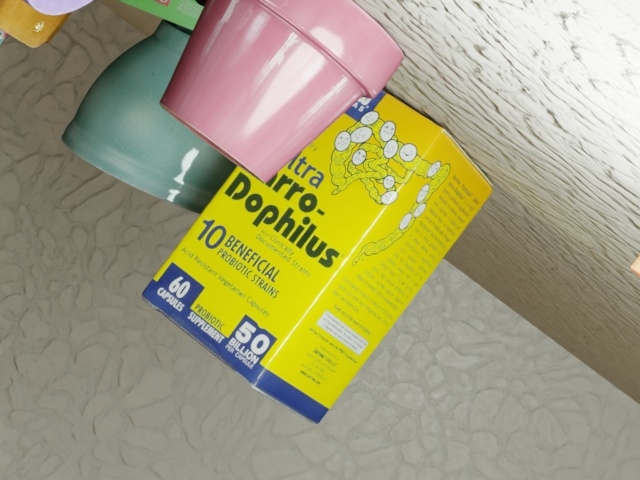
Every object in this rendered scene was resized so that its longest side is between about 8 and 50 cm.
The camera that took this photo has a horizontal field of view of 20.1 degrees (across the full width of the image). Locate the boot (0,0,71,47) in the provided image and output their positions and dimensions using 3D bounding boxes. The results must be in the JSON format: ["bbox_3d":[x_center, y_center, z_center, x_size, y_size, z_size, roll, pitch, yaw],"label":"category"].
[{"bbox_3d":[-0.270,-0.305,1.828,0.104,0.211,0.295,36,178,12],"label":"boot"}]

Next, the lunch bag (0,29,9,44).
[{"bbox_3d":[-0.449,-0.406,2.474,0.160,0.223,0.262,37,179,-27],"label":"lunch bag"}]

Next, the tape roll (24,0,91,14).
[{"bbox_3d":[-0.205,-0.284,1.474,0.080,0.189,0.189,36,178,15],"label":"tape roll"}]

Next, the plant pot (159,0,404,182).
[{"bbox_3d":[-0.050,-0.163,1.727,0.201,0.180,0.201,36,178,1],"label":"plant pot"}]

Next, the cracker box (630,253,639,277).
[{"bbox_3d":[0.377,0.080,1.524,0.155,0.067,0.232,36,179,42],"label":"cracker box"}]

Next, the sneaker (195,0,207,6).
[{"bbox_3d":[-0.145,-0.294,1.806,0.067,0.078,0.188,35,177,39],"label":"sneaker"}]

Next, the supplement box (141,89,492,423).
[{"bbox_3d":[0.000,0.000,2.096,0.194,0.356,0.195,35,178,29],"label":"supplement box"}]

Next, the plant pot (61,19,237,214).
[{"bbox_3d":[-0.159,-0.165,2.323,0.293,0.196,0.293,24,-171,-4],"label":"plant pot"}]

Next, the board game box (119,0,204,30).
[{"bbox_3d":[-0.260,-0.334,2.250,0.317,0.046,0.213,18,-170,-39],"label":"board game box"}]
